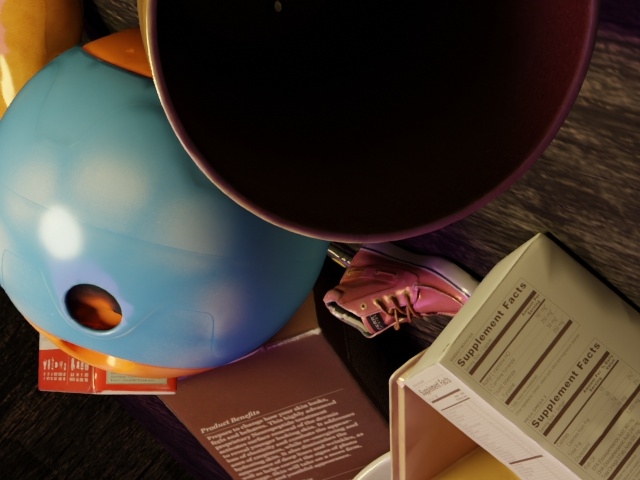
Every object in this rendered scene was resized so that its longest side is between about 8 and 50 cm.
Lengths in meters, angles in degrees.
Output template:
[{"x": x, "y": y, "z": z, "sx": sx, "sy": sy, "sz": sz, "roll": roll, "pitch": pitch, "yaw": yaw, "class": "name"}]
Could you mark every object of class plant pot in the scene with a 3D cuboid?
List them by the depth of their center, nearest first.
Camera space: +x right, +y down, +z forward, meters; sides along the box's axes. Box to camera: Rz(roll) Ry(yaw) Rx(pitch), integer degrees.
[{"x": -0.007, "y": -0.145, "z": 0.998, "sx": 0.237, "sy": 0.237, "sz": 0.254, "roll": 47, "pitch": 178, "yaw": -24, "class": "plant pot"}]

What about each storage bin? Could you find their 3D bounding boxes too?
[{"x": 0.188, "y": 0.237, "z": 1.613, "sx": 0.262, "sy": 0.123, "sz": 0.260, "roll": 49, "pitch": 161, "yaw": 29, "class": "storage bin"}]

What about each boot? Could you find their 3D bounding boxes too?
[{"x": -0.262, "y": -0.108, "z": 1.676, "sx": 0.295, "sy": 0.104, "sz": 0.211, "roll": 110, "pitch": 151, "yaw": -60, "class": "boot"}]

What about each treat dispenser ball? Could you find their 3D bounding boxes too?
[{"x": -0.132, "y": -0.032, "z": 1.464, "sx": 0.288, "sy": 0.288, "sz": 0.288, "roll": 37, "pitch": 165, "yaw": 11, "class": "treat dispenser ball"}]

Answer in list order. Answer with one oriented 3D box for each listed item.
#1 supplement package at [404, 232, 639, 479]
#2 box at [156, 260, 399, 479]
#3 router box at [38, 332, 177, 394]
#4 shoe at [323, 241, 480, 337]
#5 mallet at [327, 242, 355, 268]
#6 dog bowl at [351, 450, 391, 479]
[{"x": 0.208, "y": 0.130, "z": 1.395, "sx": 0.244, "sy": 0.134, "sz": 0.139, "roll": 40, "pitch": 166, "yaw": 0, "class": "supplement package"}, {"x": -0.019, "y": 0.176, "z": 1.931, "sx": 0.381, "sy": 0.191, "sz": 0.143, "roll": 56, "pitch": -160, "yaw": -48, "class": "box"}, {"x": -0.216, "y": 0.004, "z": 1.802, "sx": 0.082, "sy": 0.301, "sz": 0.335, "roll": 2, "pitch": 175, "yaw": -17, "class": "router box"}, {"x": 0.077, "y": 0.055, "z": 1.610, "sx": 0.178, "sy": 0.081, "sz": 0.063, "roll": 21, "pitch": 156, "yaw": 52, "class": "shoe"}, {"x": 0.000, "y": 0.000, "z": 1.748, "sx": 0.190, "sy": 0.039, "sz": 0.062, "roll": 29, "pitch": 160, "yaw": 21, "class": "mallet"}, {"x": 0.115, "y": 0.347, "z": 1.843, "sx": 0.104, "sy": 0.265, "sz": 0.265, "roll": 33, "pitch": 173, "yaw": -38, "class": "dog bowl"}]
